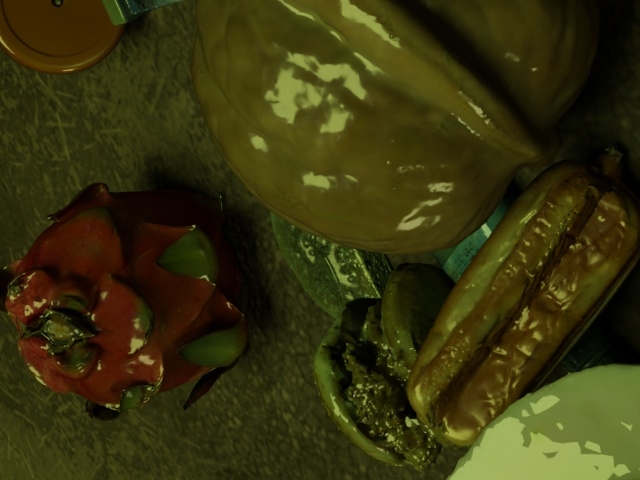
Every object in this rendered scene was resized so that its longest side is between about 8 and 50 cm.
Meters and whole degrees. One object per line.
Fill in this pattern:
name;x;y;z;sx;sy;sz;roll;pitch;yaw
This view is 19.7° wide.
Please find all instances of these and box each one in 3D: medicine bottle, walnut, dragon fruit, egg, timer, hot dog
medicine bottle;0.170;0.046;1.435;0.208;0.053;0.090;48;135;15
walnut;0.054;-0.137;1.292;0.285;0.285;0.296;41;99;24
dragon fruit;-0.182;0.058;1.712;0.224;0.227;0.224;32;141;30
egg;0.243;0.245;1.349;0.337;0.201;0.337;0;91;21
timer;-0.257;-0.212;1.729;0.132;0.132;0.152;66;164;-5
hot dog;0.155;0.039;1.362;0.102;0.076;0.249;34;97;-5

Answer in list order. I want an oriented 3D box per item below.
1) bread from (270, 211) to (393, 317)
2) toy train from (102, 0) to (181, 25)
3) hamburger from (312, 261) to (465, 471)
bread;0.000;0.004;1.617;0.112;0.036;0.193;-26;91;53
toy train;-0.138;-0.320;1.488;0.202;0.131;0.300;-5;113;48
hamburger;0.086;0.106;1.498;0.131;0.185;0.159;-40;38;38
